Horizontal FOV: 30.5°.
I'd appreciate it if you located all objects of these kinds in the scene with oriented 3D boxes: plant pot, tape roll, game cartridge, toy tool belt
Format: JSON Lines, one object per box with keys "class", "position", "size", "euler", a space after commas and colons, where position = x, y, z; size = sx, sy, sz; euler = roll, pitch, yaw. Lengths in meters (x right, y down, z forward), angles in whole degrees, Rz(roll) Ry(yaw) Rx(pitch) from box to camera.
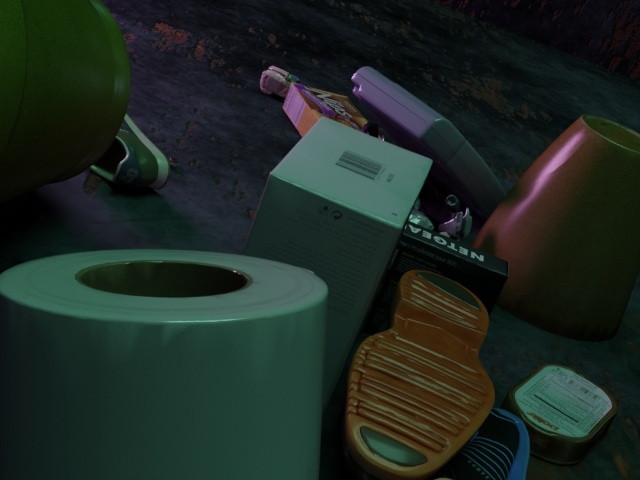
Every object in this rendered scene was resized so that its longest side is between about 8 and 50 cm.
{"class": "plant pot", "position": [0.354, -0.032, 1.603], "size": [0.237, 0.254, 0.237], "euler": [19, 24, -9]}
{"class": "tape roll", "position": [-0.118, 0.109, 0.877], "size": [0.246, 0.169, 0.246], "euler": [2, 11, 0]}
{"class": "game cartridge", "position": [0.173, -0.133, 1.746], "size": [0.196, 0.060, 0.294], "euler": [46, 3, 36]}
{"class": "plant pot", "position": [-0.378, -0.174, 1.190], "size": [0.366, 0.366, 0.353], "euler": [31, 12, 18]}
{"class": "toy tool belt", "position": [-0.058, -0.264, 1.988], "size": [0.083, 0.052, 0.051], "euler": [27, 32, 9]}

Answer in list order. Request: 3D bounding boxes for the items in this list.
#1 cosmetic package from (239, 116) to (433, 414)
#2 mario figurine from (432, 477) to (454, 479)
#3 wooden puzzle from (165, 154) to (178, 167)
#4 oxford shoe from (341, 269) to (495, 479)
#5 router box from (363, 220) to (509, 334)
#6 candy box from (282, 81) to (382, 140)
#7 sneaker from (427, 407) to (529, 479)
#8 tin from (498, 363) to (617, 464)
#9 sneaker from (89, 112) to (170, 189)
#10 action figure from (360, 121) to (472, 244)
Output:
{"class": "cosmetic package", "position": [0.000, 0.021, 1.202], "size": [0.138, 0.225, 0.224], "euler": [22, 23, 5]}
{"class": "mario figurine", "position": [0.041, 0.233, 0.858], "size": [0.320, 0.170, 0.198], "euler": [0, 30, -39]}
{"class": "wooden puzzle", "position": [-0.228, -0.109, 1.554], "size": [0.083, 0.006, 0.049], "euler": [19, 23, -10]}
{"class": "oxford shoe", "position": [0.083, 0.153, 1.108], "size": [0.130, 0.133, 0.364], "euler": [27, 22, 6]}
{"class": "router box", "position": [0.108, 0.054, 1.344], "size": [0.179, 0.133, 0.046], "euler": [23, 24, -1]}
{"class": "candy box", "position": [0.019, -0.184, 1.884], "size": [0.109, 0.053, 0.187], "euler": [11, 27, -25]}
{"class": "sneaker", "position": [0.135, 0.215, 1.087], "size": [0.090, 0.081, 0.232], "euler": [29, 24, -3]}
{"class": "tin", "position": [0.267, 0.191, 1.320], "size": [0.106, 0.040, 0.189], "euler": [28, 23, 23]}
{"class": "sneaker", "position": [-0.277, -0.129, 1.477], "size": [0.192, 0.064, 0.086], "euler": [40, 23, 28]}
{"class": "action figure", "position": [0.106, -0.050, 1.619], "size": [0.185, 0.099, 0.285], "euler": [20, 26, -19]}
